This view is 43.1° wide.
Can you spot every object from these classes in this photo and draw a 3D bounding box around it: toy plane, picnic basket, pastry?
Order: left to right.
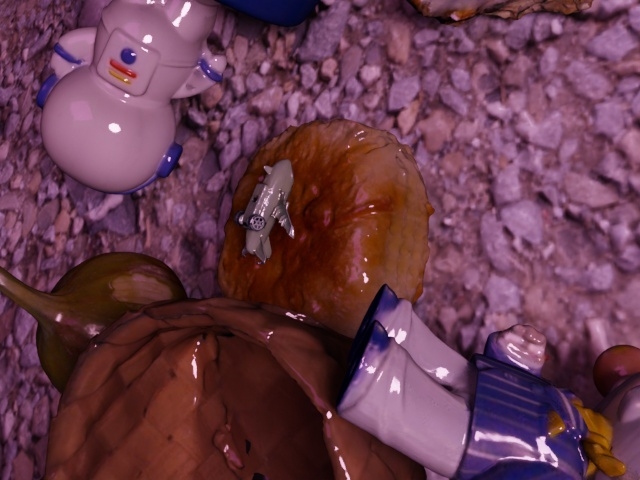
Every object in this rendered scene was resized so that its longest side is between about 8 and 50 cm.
[{"bbox_3d":[-0.102,0.202,0.469,0.293,0.337,0.337,2,73,36],"label":"picnic basket"},{"bbox_3d":[-0.042,-0.024,0.614,0.080,0.033,0.083,13,85,59],"label":"toy plane"},{"bbox_3d":[0.000,0.000,0.656,0.182,0.093,0.193,0,79,40],"label":"pastry"}]

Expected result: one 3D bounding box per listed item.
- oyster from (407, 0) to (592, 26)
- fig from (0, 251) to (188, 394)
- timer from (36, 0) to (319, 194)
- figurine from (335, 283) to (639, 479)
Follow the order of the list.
[{"bbox_3d":[0.170,-0.272,0.659,0.259,0.092,0.198,-23,59,36],"label":"oyster"},{"bbox_3d":[-0.213,0.056,0.687,0.149,0.245,0.149,-18,55,27],"label":"fig"},{"bbox_3d":[-0.154,-0.217,0.782,0.270,0.270,0.384,49,115,37],"label":"timer"},{"bbox_3d":[0.137,0.123,0.419,0.133,0.274,0.194,-65,22,22],"label":"figurine"}]
